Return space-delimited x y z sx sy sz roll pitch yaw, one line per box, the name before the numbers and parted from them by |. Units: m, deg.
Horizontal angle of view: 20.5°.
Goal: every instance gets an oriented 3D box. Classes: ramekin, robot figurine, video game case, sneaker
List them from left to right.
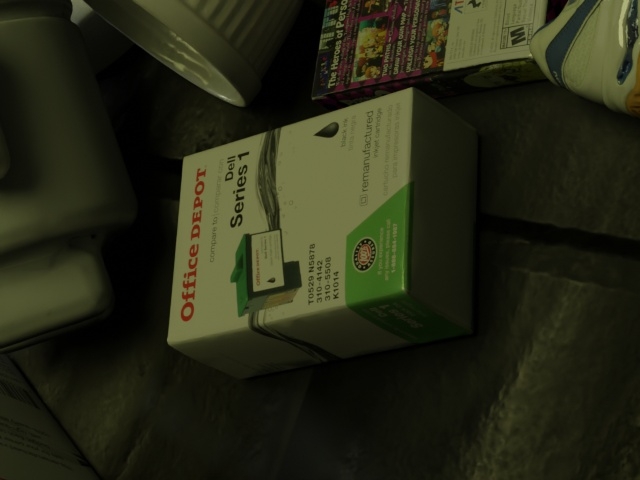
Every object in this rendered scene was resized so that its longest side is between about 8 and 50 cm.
robot figurine | -0.273 -0.090 1.430 0.199 0.300 0.354 -18 84 -10
ramekin | -0.110 -0.210 1.401 0.207 0.207 0.109 30 82 44
video game case | 0.099 -0.219 1.332 0.210 0.042 0.232 -7 66 38
sneaker | 0.229 -0.231 1.180 0.131 0.112 0.296 20 84 44

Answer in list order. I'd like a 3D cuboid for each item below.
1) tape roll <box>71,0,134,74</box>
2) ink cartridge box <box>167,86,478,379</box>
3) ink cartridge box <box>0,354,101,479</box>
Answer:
tape roll | -0.249 -0.330 1.627 0.392 0.072 0.392 -13 70 39
ink cartridge box | 0.000 0.000 1.281 0.219 0.092 0.160 -15 61 35
ink cartridge box | -0.293 0.178 1.368 0.121 0.211 0.289 -54 46 7
